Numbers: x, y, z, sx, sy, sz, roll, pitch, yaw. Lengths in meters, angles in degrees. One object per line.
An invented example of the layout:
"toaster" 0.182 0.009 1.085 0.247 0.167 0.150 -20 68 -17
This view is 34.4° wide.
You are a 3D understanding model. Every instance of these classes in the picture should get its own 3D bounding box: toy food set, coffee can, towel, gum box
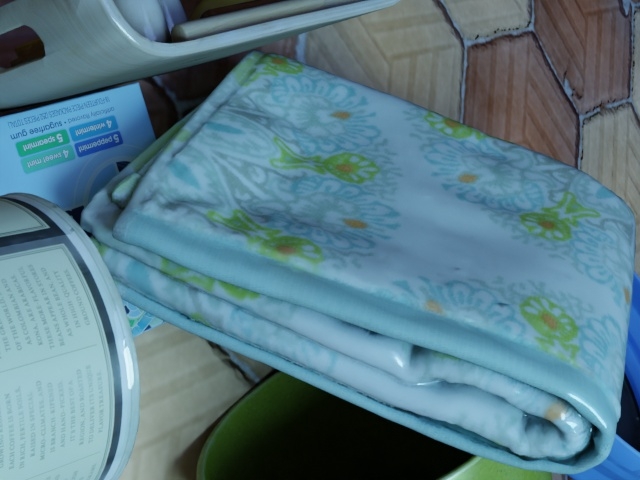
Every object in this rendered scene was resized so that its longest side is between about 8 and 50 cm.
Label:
"toy food set" -0.104 -0.173 0.743 0.306 0.220 0.092 -24 103 -45
"coffee can" -0.266 0.091 0.553 0.275 0.202 0.201 -14 95 -46
"towel" 0.054 -0.010 0.780 0.320 0.375 0.090 -58 169 -53
"gum box" -0.178 -0.012 0.774 0.157 0.041 0.184 -25 104 -45

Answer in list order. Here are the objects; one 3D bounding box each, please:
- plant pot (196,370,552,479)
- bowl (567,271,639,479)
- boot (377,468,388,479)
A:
"plant pot" 0.081 0.259 0.849 0.275 0.275 0.293 -39 116 -42
"bowl" 0.245 0.080 1.052 0.391 0.077 0.391 35 30 -25
"boot" 0.078 0.300 0.989 0.137 0.077 0.197 21 63 -33
